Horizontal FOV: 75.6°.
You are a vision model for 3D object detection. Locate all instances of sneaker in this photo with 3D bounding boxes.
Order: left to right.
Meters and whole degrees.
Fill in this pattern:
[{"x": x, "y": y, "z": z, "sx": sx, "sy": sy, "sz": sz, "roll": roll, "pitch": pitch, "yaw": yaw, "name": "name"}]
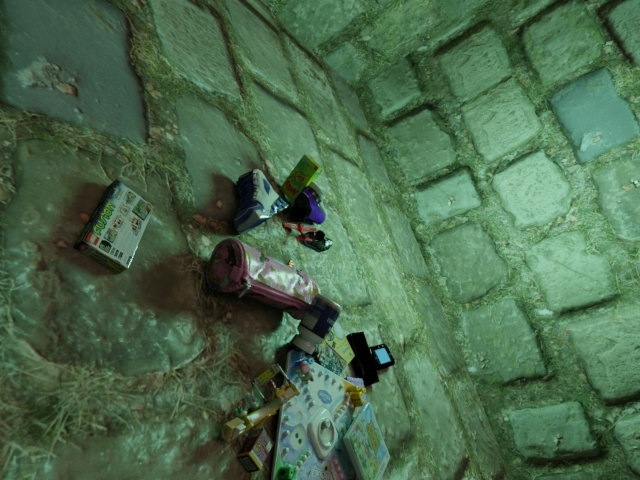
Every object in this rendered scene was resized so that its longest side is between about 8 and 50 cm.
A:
[{"x": -0.237, "y": -0.144, "z": 1.420, "sx": 0.182, "sy": 0.127, "sz": 0.315, "roll": 56, "pitch": 20, "yaw": -6, "name": "sneaker"}, {"x": -0.059, "y": -0.125, "z": 1.729, "sx": 0.102, "sy": 0.146, "sz": 0.293, "roll": 43, "pitch": -13, "yaw": 20, "name": "sneaker"}, {"x": 0.000, "y": 0.000, "z": 1.755, "sx": 0.188, "sy": 0.078, "sz": 0.067, "roll": 20, "pitch": 51, "yaw": -54, "name": "sneaker"}]

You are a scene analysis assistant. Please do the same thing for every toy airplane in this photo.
[{"x": -0.074, "y": -0.036, "z": 1.641, "sx": 0.151, "sy": 0.028, "sz": 0.151, "roll": 17, "pitch": 22, "yaw": -7, "name": "toy airplane"}]

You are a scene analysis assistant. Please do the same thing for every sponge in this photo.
[{"x": 0.134, "y": 0.608, "z": 1.497, "sx": 0.117, "sy": 0.031, "sz": 0.210, "roll": 30, "pitch": 41, "yaw": -49, "name": "sponge"}]

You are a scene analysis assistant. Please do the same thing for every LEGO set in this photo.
[{"x": -0.156, "y": 0.404, "z": 1.074, "sx": 0.287, "sy": 0.132, "sz": 0.107, "roll": -24, "pitch": 65, "yaw": -37, "name": "LEGO set"}]

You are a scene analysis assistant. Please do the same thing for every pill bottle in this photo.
[{"x": -0.013, "y": 0.258, "z": 1.266, "sx": 0.094, "sy": 0.094, "sz": 0.169, "roll": 40, "pitch": 76, "yaw": -39, "name": "pill bottle"}]

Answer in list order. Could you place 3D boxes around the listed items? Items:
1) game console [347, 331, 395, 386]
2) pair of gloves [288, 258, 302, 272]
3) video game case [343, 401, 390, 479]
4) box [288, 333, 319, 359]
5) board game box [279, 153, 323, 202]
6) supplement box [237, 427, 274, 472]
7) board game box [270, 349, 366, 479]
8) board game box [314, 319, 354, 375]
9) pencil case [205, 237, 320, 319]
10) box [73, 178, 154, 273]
[{"x": 0.225, "y": 0.490, "z": 1.762, "sx": 0.361, "sy": 0.044, "sz": 0.213, "roll": 14, "pitch": 54, "yaw": -58, "name": "game console"}, {"x": -0.095, "y": 0.116, "z": 1.550, "sx": 0.083, "sy": 0.010, "sz": 0.074, "roll": 52, "pitch": 28, "yaw": -25, "name": "pair of gloves"}, {"x": 0.153, "y": 0.668, "z": 1.324, "sx": 0.193, "sy": 0.023, "sz": 0.212, "roll": -28, "pitch": 97, "yaw": -61, "name": "video game case"}, {"x": -0.052, "y": 0.344, "z": 1.326, "sx": 0.083, "sy": 0.062, "sz": 0.052, "roll": 18, "pitch": 45, "yaw": -18, "name": "box"}, {"x": -0.080, "y": -0.253, "z": 1.699, "sx": 0.092, "sy": 0.181, "sz": 0.043, "roll": 46, "pitch": 20, "yaw": 19, "name": "board game box"}, {"x": -0.160, "y": 0.518, "z": 1.020, "sx": 0.055, "sy": 0.043, "sz": 0.083, "roll": 59, "pitch": 27, "yaw": -9, "name": "supplement box"}, {"x": 0.019, "y": 0.577, "z": 1.238, "sx": 0.390, "sy": 0.050, "sz": 0.390, "roll": 42, "pitch": 40, "yaw": -38, "name": "board game box"}, {"x": 0.033, "y": 0.399, "z": 1.490, "sx": 0.165, "sy": 0.042, "sz": 0.243, "roll": 65, "pitch": 26, "yaw": 3, "name": "board game box"}, {"x": -0.159, "y": 0.127, "z": 1.253, "sx": 0.386, "sy": 0.160, "sz": 0.167, "roll": 32, "pitch": 51, "yaw": -49, "name": "pencil case"}, {"x": -0.471, "y": -0.036, "z": 0.961, "sx": 0.114, "sy": 0.036, "sz": 0.207, "roll": 44, "pitch": 32, "yaw": -35, "name": "box"}]
